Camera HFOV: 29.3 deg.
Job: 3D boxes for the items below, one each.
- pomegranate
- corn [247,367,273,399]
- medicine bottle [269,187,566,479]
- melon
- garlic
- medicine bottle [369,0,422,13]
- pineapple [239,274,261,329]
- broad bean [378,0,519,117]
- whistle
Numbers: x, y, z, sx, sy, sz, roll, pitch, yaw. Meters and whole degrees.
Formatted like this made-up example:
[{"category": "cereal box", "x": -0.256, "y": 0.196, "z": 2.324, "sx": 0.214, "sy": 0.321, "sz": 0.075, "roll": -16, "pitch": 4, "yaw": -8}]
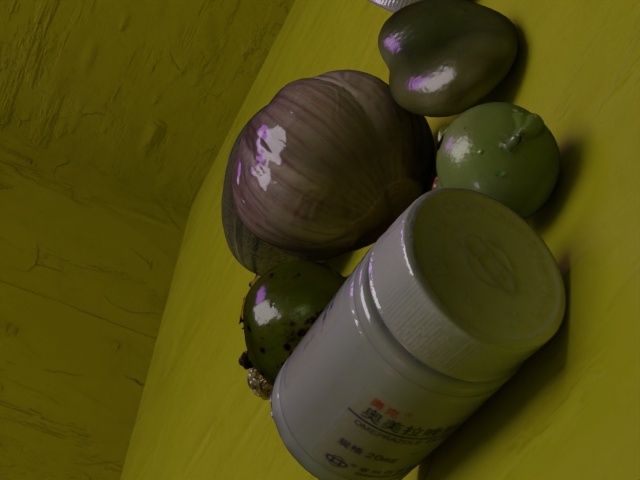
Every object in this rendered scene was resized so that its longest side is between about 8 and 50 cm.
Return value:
[{"category": "pomegranate", "x": -0.005, "y": 0.097, "z": 1.717, "sx": 0.246, "sy": 0.198, "sz": 0.198, "roll": -64, "pitch": 12, "yaw": 1}, {"category": "corn", "x": -0.080, "y": 0.196, "z": 2.116, "sx": 0.211, "sy": 0.087, "sz": 0.087, "roll": -89, "pitch": 24, "yaw": -64}, {"category": "medicine bottle", "x": 0.093, "y": 0.108, "z": 1.264, "sx": 0.332, "sy": 0.190, "sz": 0.190, "roll": 125, "pitch": 162, "yaw": -48}, {"category": "melon", "x": -0.045, "y": -0.090, "z": 2.097, "sx": 0.248, "sy": 0.249, "sz": 0.329, "roll": -136, "pitch": 67, "yaw": -77}, {"category": "garlic", "x": 0.009, "y": -0.113, "z": 1.766, "sx": 0.259, "sy": 0.317, "sz": 0.317, "roll": 42, "pitch": 118, "yaw": 30}, {"category": "medicine bottle", "x": 0.189, "y": -0.478, "z": 1.932, "sx": 0.273, "sy": 0.165, "sz": 0.165, "roll": -64, "pitch": 13, "yaw": 12}, {"category": "pineapple", "x": -0.080, "y": 0.085, "z": 2.323, "sx": 0.225, "sy": 0.076, "sz": 0.225, "roll": -58, "pitch": 17, "yaw": 30}, {"category": "broad bean", "x": 0.178, "y": -0.244, "z": 1.661, "sx": 0.189, "sy": 0.121, "sz": 0.263, "roll": -31, "pitch": 32, "yaw": 2}, {"category": "whistle", "x": 0.171, "y": -0.071, "z": 1.377, "sx": 0.294, "sy": 0.141, "sz": 0.141, "roll": 147, "pitch": 143, "yaw": -70}]
